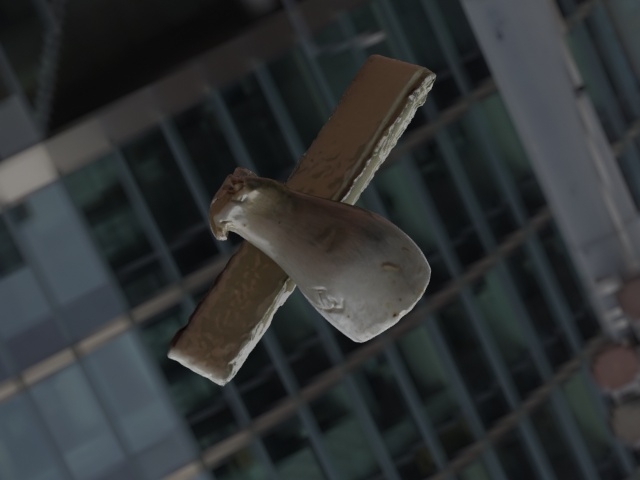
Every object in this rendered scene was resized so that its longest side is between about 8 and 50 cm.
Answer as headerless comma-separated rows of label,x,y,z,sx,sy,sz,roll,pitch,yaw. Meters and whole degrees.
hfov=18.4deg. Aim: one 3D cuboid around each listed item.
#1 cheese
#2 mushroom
cheese,-0.015,-0.027,2.000,0.085,0.034,0.400,22,-110,32
mushroom,0.000,0.000,1.900,0.116,0.225,0.093,-48,172,-20
